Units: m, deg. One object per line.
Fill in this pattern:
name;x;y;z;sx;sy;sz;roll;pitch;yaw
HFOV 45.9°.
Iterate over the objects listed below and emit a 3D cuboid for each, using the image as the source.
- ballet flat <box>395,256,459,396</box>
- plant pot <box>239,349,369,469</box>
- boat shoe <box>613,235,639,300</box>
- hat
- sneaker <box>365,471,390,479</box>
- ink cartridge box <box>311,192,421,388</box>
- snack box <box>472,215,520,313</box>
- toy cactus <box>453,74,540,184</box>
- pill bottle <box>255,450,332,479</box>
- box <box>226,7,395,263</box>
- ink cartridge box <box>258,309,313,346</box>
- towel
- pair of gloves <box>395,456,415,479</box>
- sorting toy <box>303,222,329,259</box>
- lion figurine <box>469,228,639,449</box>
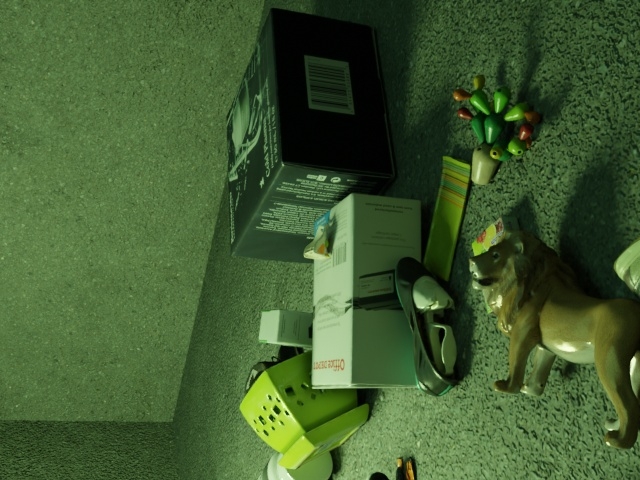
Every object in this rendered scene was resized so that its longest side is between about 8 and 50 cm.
ballet flat;0.218;0.156;1.458;0.096;0.095;0.281;-32;65;53
plant pot;-0.030;0.406;1.819;0.207;0.227;0.228;58;144;20
boat shoe;0.446;-0.004;0.905;0.224;0.080;0.073;-60;43;46
hat;-0.156;0.459;2.301;0.331;0.133;0.332;-175;90;-69
sneaker;0.159;0.569;1.522;0.121;0.079;0.217;-45;52;55
ink cartridge box;0.094;0.125;1.654;0.285;0.166;0.395;147;126;-70
snack box;0.312;0.042;1.296;0.100;0.037;0.141;123;146;-53
toy cactus;0.297;-0.182;1.334;0.219;0.112;0.181;-125;35;-49
pill bottle;-0.078;0.639;2.000;0.283;0.161;0.161;117;151;-45
box;-0.052;-0.257;2.001;0.472;0.297;0.480;124;145;-56
ink cartridge box;-0.036;0.230;1.935;0.153;0.208;0.087;164;114;-67
towel;0.251;-0.046;1.508;0.102;0.021;0.237;-140;58;-67
pair of gloves;0.176;0.490;1.577;0.083;0.010;0.074;139;133;-62
sorting toy;0.000;0.000;1.648;0.083;0.044;0.075;157;125;-73
lion figurine;0.361;0.125;1.052;0.392;0.142;0.240;17;93;55
